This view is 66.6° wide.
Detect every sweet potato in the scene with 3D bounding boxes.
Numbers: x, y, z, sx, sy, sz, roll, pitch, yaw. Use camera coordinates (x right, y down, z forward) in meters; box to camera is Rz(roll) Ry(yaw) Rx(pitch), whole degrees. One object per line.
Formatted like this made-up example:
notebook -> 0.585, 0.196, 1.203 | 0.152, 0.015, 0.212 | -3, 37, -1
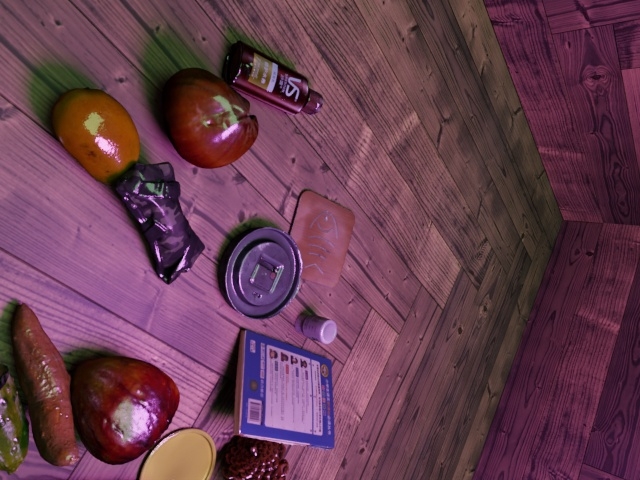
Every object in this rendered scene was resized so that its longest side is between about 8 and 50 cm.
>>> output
sweet potato -> -0.572, 0.299, 1.016 | 0.092, 0.114, 0.342 | -16, 77, -29

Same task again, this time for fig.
fig -> -0.447, 0.382, 1.111 | 0.224, 0.224, 0.263 | -50, 128, -28

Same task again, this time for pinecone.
pinecone -> -0.190, 0.679, 1.439 | 0.207, 0.207, 0.208 | -9, 103, -45

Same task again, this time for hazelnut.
hazelnut -> -0.269, -0.296, 1.186 | 0.217, 0.217, 0.252 | -52, 130, -27

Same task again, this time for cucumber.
cucumber -> -0.648, 0.376, 0.969 | 0.134, 0.134, 0.245 | -29, 124, -40

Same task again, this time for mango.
mango -> -0.470, -0.224, 1.052 | 0.151, 0.120, 0.221 | -50, 136, -19

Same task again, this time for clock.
clock -> -0.174, 0.096, 1.444 | 0.280, 0.055, 0.281 | -8, 103, -42

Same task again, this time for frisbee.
frisbee -> -0.391, 0.631, 1.343 | 0.236, 0.017, 0.236 | -10, 103, -45

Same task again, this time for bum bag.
bum bag -> -0.376, -0.046, 1.179 | 0.144, 0.095, 0.341 | -47, 141, -35

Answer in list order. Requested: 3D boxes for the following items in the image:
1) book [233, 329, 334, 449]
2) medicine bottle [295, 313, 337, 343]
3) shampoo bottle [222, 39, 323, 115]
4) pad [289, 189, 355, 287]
book -> -0.097, 0.471, 1.515 | 0.428, 0.039, 0.300 | 33, 45, -43
medicine bottle -> -0.017, 0.285, 1.592 | 0.080, 0.130, 0.080 | -7, 100, -45
shampoo bottle -> -0.124, -0.445, 1.399 | 0.323, 0.084, 0.129 | 13, 89, -47
pad -> 0.000, 0.000, 1.644 | 0.286, 0.018, 0.284 | 22, 81, -46
